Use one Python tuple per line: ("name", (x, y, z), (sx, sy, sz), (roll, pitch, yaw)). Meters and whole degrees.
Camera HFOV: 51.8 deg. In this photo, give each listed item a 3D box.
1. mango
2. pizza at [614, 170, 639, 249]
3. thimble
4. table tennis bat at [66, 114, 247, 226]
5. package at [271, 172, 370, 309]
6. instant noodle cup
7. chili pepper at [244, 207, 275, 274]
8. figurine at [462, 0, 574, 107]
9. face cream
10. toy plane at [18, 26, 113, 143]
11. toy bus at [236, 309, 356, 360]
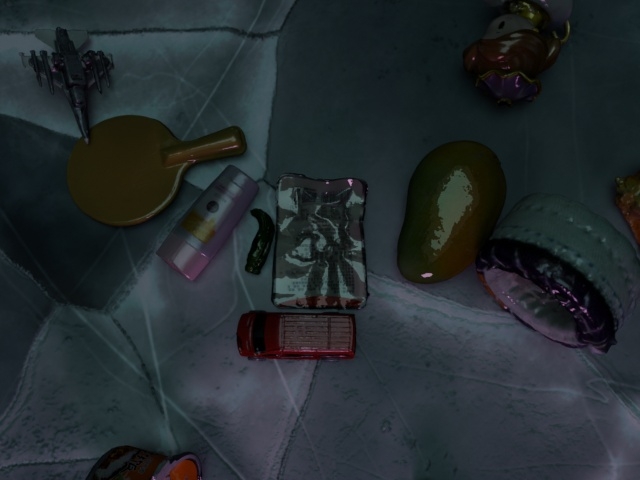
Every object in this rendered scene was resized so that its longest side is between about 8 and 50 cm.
("mango", (0.211, -0.044, 1.076), (0.156, 0.114, 0.251), (21, 79, -2))
("pizza", (0.592, -0.050, 1.085), (0.228, 0.081, 0.290), (29, 82, 7))
("thimble", (0.362, 0.051, 0.997), (0.237, 0.237, 0.150), (39, 79, 9))
("table tennis bat", (-0.284, -0.137, 1.141), (0.320, 0.050, 0.199), (-14, 76, 1))
("package", (0.000, 0.000, 1.114), (0.165, 0.040, 0.232), (0, 86, 4))
("instant noodle cup", (-0.275, 0.384, 0.983), (0.125, 0.177, 0.208), (16, 110, 20))
("chili pepper", (-0.102, -0.002, 1.108), (0.055, 0.035, 0.118), (-7, 75, 32))
("figurine", (0.342, -0.355, 1.127), (0.189, 0.142, 0.264), (28, 80, -17))
("face cream", (-0.188, -0.033, 1.112), (0.084, 0.057, 0.198), (34, 81, 9))
("toy plane", (-0.430, -0.285, 1.149), (0.159, 0.082, 0.234), (-10, 66, -34))
("toy bus", (-0.040, 0.151, 1.054), (0.195, 0.089, 0.081), (1, 78, 2))
